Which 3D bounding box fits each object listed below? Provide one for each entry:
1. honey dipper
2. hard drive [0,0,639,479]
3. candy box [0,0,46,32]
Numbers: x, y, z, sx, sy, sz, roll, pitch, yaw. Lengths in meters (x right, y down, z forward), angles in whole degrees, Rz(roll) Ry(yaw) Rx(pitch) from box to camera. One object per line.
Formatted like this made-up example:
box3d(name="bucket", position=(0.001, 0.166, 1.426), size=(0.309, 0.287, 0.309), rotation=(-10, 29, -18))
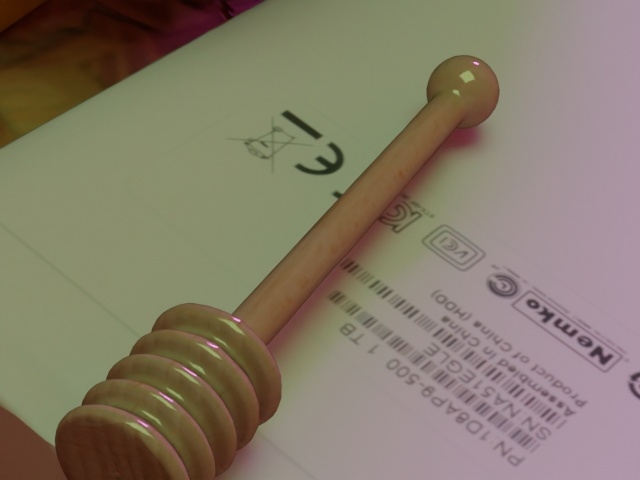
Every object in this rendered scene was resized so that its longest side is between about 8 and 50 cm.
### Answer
box3d(name="honey dipper", position=(0.000, 0.000, 0.370), size=(0.030, 0.030, 0.160), rotation=(27, 44, 13))
box3d(name="hard drive", position=(0.086, -0.004, 0.448), size=(0.233, 0.047, 0.353), rotation=(36, 49, 22))
box3d(name="candy box", position=(-0.168, -0.056, 0.452), size=(0.105, 0.027, 0.206), rotation=(28, 46, 17))
